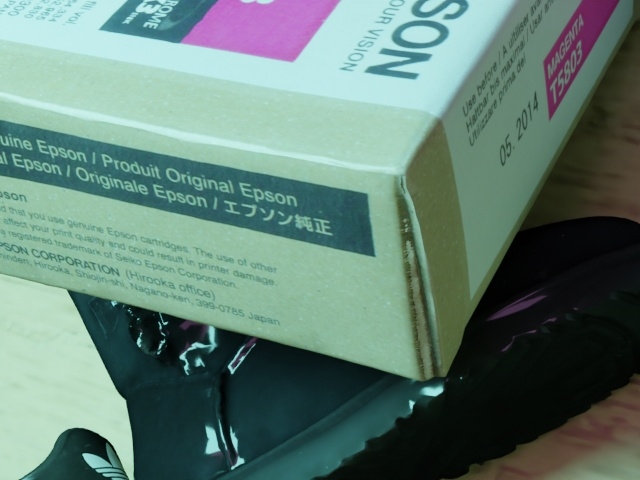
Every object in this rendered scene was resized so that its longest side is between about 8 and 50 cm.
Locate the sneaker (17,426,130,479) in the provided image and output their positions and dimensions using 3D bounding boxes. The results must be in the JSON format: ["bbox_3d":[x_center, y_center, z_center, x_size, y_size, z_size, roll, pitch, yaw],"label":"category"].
[{"bbox_3d":[-0.201,0.171,0.639,0.302,0.108,0.121,-19,63,16],"label":"sneaker"}]

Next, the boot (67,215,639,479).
[{"bbox_3d":[0.000,0.000,0.576,0.246,0.094,0.207,-33,61,20],"label":"boot"}]

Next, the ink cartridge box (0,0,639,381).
[{"bbox_3d":[-0.005,-0.075,0.527,0.193,0.088,0.235,10,43,25],"label":"ink cartridge box"}]
